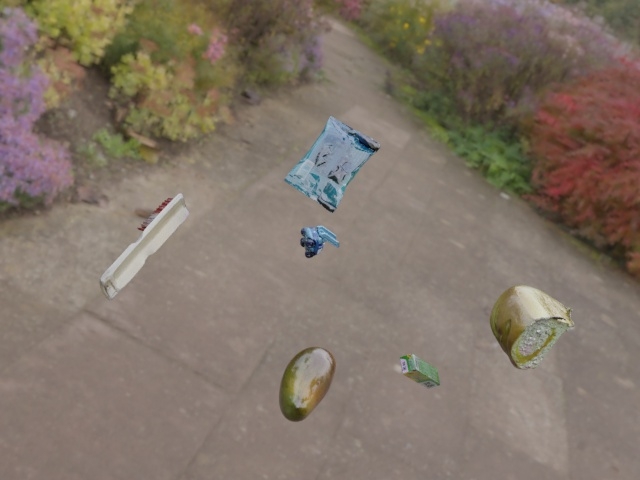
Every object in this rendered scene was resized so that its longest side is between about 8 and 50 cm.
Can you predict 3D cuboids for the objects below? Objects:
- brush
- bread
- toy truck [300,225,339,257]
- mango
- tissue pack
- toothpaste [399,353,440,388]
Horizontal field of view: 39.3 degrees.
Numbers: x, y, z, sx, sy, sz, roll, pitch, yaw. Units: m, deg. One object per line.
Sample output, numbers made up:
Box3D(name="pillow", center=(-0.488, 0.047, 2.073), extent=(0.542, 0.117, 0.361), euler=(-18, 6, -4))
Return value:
Box3D(name="brush", center=(-0.387, 0.007, 1.938), extent=(0.050, 0.060, 0.321), euler=(3, 37, 27))
Box3D(name="bread", center=(0.458, 0.184, 2.002), extent=(0.260, 0.158, 0.156), euler=(16, 27, -46))
Box3D(name="toy truck", center=(0.000, 0.000, 2.128), extent=(0.090, 0.073, 0.056), euler=(-8, 48, -14))
Box3D(name="mango", center=(-0.034, 0.331, 2.116), extent=(0.111, 0.133, 0.267), euler=(21, 27, 10))
Box3D(name="tissue pack", center=(0.019, -0.109, 1.242), extent=(0.085, 0.028, 0.138), euler=(34, 57, -1))
Box3D(name="toothpaste", center=(0.238, 0.313, 2.131), extent=(0.178, 0.037, 0.043), euler=(37, 36, -57))
